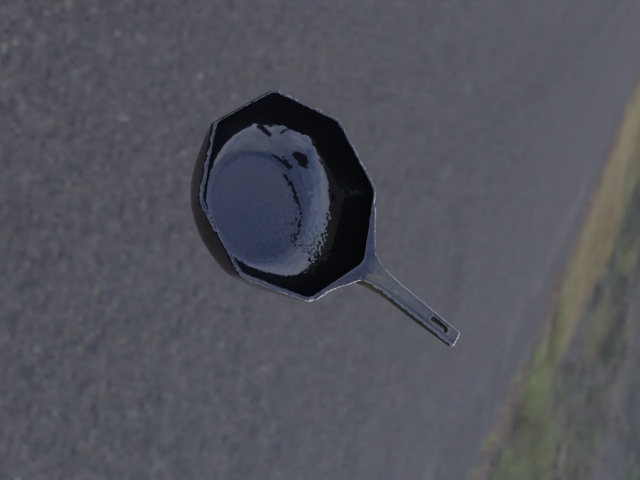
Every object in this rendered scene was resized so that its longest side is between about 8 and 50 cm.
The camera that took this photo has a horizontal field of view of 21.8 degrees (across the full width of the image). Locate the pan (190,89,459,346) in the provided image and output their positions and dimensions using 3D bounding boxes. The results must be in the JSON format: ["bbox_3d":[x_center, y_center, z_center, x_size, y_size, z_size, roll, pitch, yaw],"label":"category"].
[{"bbox_3d":[-0.011,0.008,1.059,0.128,0.048,0.202,-31,96,-34],"label":"pan"}]
